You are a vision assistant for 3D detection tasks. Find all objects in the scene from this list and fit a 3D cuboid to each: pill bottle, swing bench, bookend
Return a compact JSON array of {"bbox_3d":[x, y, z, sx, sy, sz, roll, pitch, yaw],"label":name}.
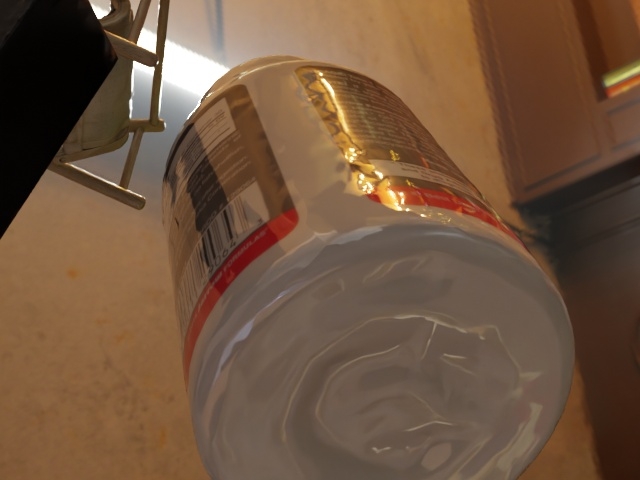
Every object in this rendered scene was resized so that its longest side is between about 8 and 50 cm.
[{"bbox_3d":[0.000,0.000,0.532,0.176,0.176,0.318,41,-167,-28],"label":"pill bottle"},{"bbox_3d":[-0.319,-0.197,1.126,0.254,0.253,0.165,11,-131,-6],"label":"swing bench"},{"bbox_3d":[-0.213,-0.071,0.458,0.072,0.157,0.156,72,-143,-57],"label":"bookend"}]
